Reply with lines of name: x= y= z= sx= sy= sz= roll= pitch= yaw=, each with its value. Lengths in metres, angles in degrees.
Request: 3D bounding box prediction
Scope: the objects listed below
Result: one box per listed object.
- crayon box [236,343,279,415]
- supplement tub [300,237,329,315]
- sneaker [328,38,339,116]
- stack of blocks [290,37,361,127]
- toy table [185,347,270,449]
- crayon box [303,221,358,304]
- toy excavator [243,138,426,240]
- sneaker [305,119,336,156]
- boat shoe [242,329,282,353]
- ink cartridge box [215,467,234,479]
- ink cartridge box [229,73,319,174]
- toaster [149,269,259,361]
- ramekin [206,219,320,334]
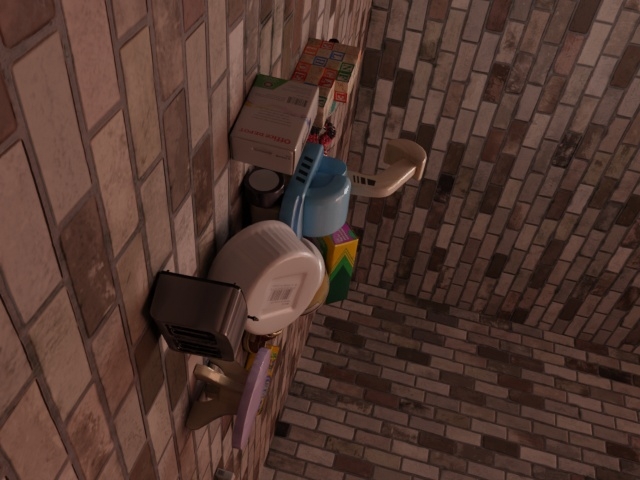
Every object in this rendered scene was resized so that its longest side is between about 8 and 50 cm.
crayon box: x=-0.234 y=0.498 z=2.286 sx=0.203 sy=0.083 sz=0.323 roll=71 pitch=33 yaw=-78
supplement tub: x=-0.093 y=0.115 z=1.992 sx=0.316 sy=0.228 sz=0.228 roll=76 pitch=29 yaw=-72
sneaker: x=0.018 y=-0.568 z=2.091 sx=0.121 sy=0.108 sz=0.302 roll=90 pitch=7 yaw=-61
stack of blocks: x=0.007 y=-0.484 z=1.852 sx=0.087 sy=0.171 sz=0.297 roll=94 pitch=12 yaw=-55
toy table: x=-0.247 y=0.406 z=1.637 sx=0.252 sy=0.161 sz=0.274 roll=96 pitch=10 yaw=-50
crayon box: x=0.000 y=0.000 z=2.249 sx=0.363 sy=0.106 sz=0.313 roll=57 pitch=-29 yaw=39
toy excavator: x=0.049 y=-0.150 z=1.708 sx=0.222 sy=0.445 sz=0.433 roll=97 pitch=10 yaw=-50
sneaker: x=-0.036 y=-0.316 z=2.131 sx=0.112 sy=0.121 sz=0.299 roll=-41 pitch=-169 yaw=41
boat shoe: x=-0.189 y=0.299 z=2.052 sx=0.342 sy=0.123 sz=0.123 roll=95 pitch=11 yaw=-52
ink cartridge box: x=-0.345 y=0.863 z=2.204 sx=0.115 sy=0.063 sz=0.029 roll=94 pitch=14 yaw=-59
ink cartridge box: x=-0.105 y=-0.273 z=1.413 sx=0.093 sy=0.154 sz=0.212 roll=97 pitch=8 yaw=-56
toaster: x=-0.225 y=0.149 z=1.171 sx=0.168 sy=0.186 sz=0.110 roll=94 pitch=8 yaw=-61
ramekin: x=-0.130 y=0.100 z=1.498 sx=0.277 sy=0.135 sz=0.277 roll=-29 pitch=139 yaw=-29
